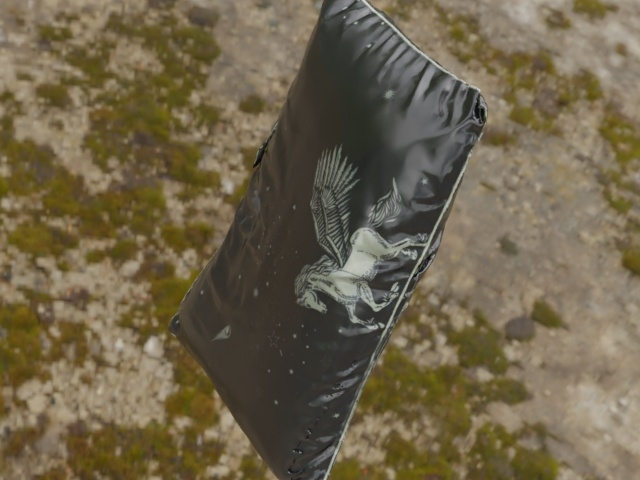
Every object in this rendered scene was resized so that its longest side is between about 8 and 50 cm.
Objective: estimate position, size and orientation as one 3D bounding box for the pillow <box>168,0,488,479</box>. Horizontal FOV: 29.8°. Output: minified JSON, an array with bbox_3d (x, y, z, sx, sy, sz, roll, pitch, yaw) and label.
[{"bbox_3d":[0.000,0.000,0.554,0.055,0.208,0.141,6,30,-40],"label":"pillow"}]
